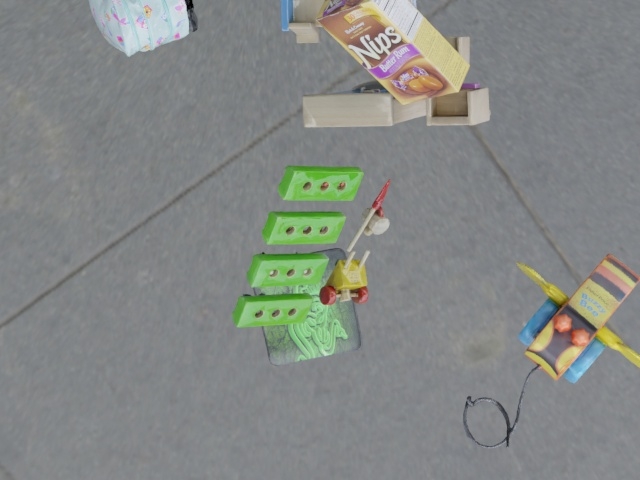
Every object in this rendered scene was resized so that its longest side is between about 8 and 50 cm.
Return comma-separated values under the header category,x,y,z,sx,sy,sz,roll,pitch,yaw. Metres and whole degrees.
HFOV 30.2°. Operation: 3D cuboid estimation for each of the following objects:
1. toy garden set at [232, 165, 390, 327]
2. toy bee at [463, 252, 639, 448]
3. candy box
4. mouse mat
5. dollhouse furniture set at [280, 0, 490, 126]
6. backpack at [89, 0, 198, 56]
category,x,y,z,sx,sy,sz,roll,pitch,yaw
toy garden set,0.000,0.000,1.570,0.204,0.049,0.244,-1,126,-36
toy bee,0.313,0.118,1.447,0.195,0.162,0.298,21,63,2
candy box,0.096,-0.261,1.570,0.187,0.109,0.053,41,61,-30
mouse mat,-0.021,0.106,1.858,0.153,0.007,0.189,-11,117,1
dollhouse furniture set,0.113,-0.325,1.730,0.286,0.198,0.303,2,102,24
backpack,-0.231,-0.304,1.506,0.115,0.182,0.152,-31,125,-13
